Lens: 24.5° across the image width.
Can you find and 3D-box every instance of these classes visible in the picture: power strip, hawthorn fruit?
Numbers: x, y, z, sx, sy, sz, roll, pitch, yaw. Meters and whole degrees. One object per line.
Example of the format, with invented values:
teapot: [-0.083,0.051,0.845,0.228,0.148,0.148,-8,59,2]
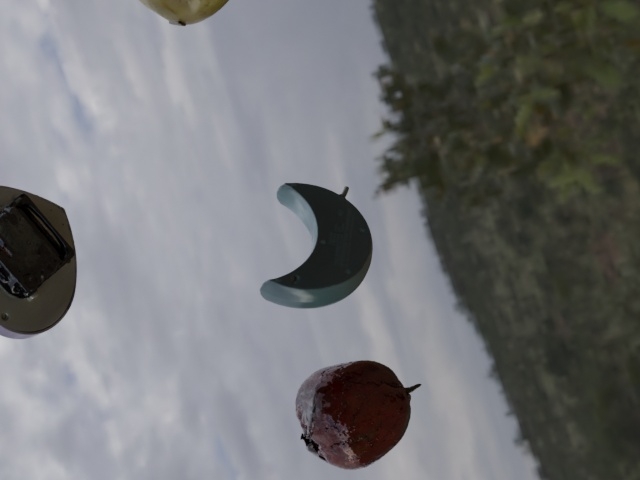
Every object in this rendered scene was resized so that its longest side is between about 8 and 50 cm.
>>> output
power strip: [0.000,0.000,1.895,0.044,0.137,0.216,102,179,-48]
hawthorn fruit: [0.052,0.220,1.923,0.148,0.172,0.148,59,171,15]

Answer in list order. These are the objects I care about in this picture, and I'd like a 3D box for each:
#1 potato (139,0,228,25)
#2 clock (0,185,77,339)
potato: [-0.129,-0.405,1.759,0.140,0.300,0.173,4,-148,-46]
clock: [-0.366,0.011,1.786,0.198,0.064,0.172,52,-127,-10]
